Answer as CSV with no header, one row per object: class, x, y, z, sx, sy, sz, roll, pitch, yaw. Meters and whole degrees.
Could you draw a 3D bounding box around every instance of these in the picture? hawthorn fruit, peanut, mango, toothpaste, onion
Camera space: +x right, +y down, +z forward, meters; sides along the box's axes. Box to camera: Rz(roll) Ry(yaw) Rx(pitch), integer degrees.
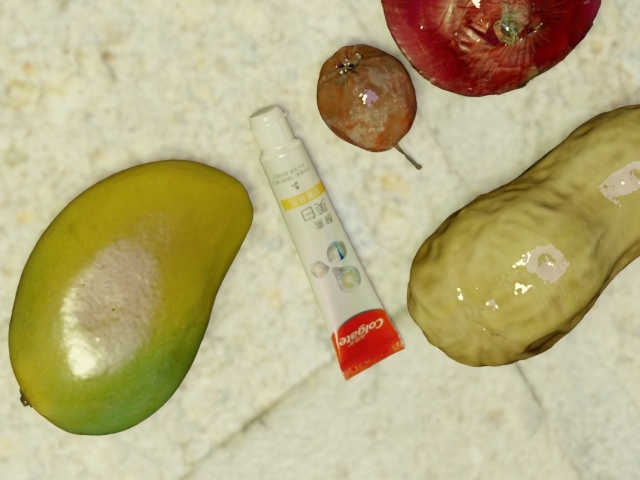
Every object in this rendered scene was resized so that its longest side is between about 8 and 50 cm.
hawthorn fruit,0.037,-0.080,1.293,0.066,0.067,0.103,-36,129,-11
peanut,0.164,-0.006,1.298,0.236,0.120,0.110,-37,65,-5
mango,-0.127,0.031,1.237,0.122,0.085,0.191,23,78,-7
toothpaste,0.000,0.000,1.297,0.048,0.031,0.190,-28,105,-16
onion,0.114,-0.160,1.260,0.150,0.140,0.150,-1,105,-3
